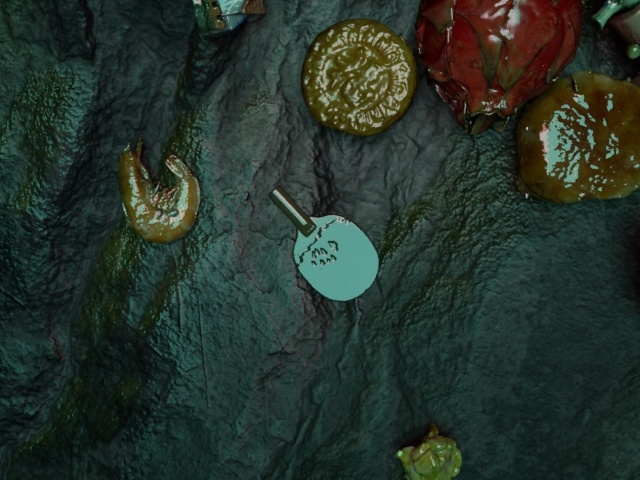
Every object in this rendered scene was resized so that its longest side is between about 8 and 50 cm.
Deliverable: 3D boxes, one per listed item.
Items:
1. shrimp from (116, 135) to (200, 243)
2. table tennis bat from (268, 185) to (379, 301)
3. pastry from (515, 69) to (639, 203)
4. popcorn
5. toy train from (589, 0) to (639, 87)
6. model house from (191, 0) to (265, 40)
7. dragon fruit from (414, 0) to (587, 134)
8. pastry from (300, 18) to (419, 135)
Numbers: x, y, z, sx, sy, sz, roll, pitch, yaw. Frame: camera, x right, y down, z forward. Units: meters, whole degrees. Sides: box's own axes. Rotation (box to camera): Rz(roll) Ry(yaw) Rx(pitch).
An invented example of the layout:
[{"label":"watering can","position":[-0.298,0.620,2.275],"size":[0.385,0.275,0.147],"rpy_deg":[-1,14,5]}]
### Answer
[{"label":"shrimp","position":[-0.277,-0.088,1.084],"size":[0.132,0.051,0.188],"rpy_deg":[-20,99,-14]},{"label":"table tennis bat","position":[0.000,0.000,1.082],"size":[0.131,0.022,0.234],"rpy_deg":[-42,93,7]},{"label":"pastry","position":[0.410,-0.148,1.001],"size":[0.229,0.100,0.218],"rpy_deg":[-41,93,5]},{"label":"popcorn","position":[0.184,0.370,1.068],"size":[0.096,0.089,0.109],"rpy_deg":[3,106,-32]},{"label":"toy train","position":[0.524,-0.344,0.932],"size":[0.304,0.150,0.221],"rpy_deg":[38,92,-18]},{"label":"model house","position":[-0.137,-0.411,1.016],"size":[0.148,0.119,0.148],"rpy_deg":[-14,93,-3]},{"label":"dragon fruit","position":[0.259,-0.305,0.934],"size":[0.244,0.244,0.299],"rpy_deg":[4,100,3]},{"label":"pastry","position":[0.061,-0.254,1.003],"size":[0.188,0.103,0.189],"rpy_deg":[2,99,14]}]
